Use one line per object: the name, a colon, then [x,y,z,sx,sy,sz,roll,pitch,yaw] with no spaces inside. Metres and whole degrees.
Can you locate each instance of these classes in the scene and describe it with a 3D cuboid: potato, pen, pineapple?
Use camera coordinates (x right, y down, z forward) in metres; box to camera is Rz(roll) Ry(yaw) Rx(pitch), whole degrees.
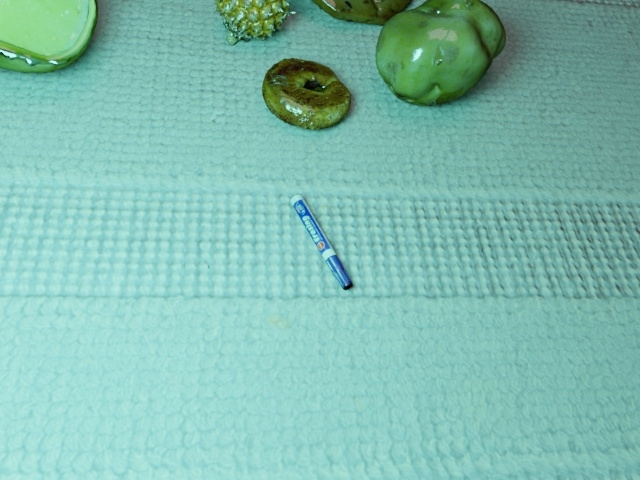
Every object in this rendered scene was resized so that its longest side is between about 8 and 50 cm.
potato: [-0.578,-0.431,1.258,0.280,0.212,0.330,29,72,-20]
pen: [0.000,0.000,1.126,0.025,0.025,0.204,-17,58,-22]
pineapple: [-0.160,-0.479,1.412,0.176,0.137,0.161,34,11,21]
potato: [0.261,-0.406,1.377,0.218,0.203,0.351,1,33,41]

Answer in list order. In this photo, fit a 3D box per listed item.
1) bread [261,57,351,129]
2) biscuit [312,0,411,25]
bread: [-0.030,-0.291,1.321,0.193,0.064,0.193,9,49,-11]
biscuit: [0.066,-0.651,1.573,0.359,0.046,0.359,11,59,-20]
